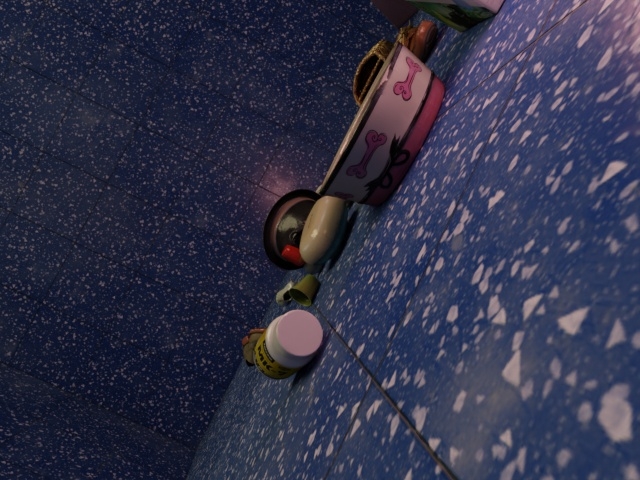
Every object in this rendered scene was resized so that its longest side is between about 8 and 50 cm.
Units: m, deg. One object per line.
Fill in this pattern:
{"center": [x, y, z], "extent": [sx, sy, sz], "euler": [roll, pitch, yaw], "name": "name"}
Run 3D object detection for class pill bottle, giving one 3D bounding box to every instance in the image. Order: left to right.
{"center": [-0.074, 0.233, 1.020], "extent": [0.119, 0.119, 0.208], "euler": [-66, 6, -32], "name": "pill bottle"}

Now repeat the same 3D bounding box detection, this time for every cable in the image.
{"center": [-0.016, -0.007, 1.638], "extent": [0.185, 0.150, 0.047], "euler": [-29, 38, -7], "name": "cable"}

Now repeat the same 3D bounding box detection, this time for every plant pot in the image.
{"center": [-0.043, 0.151, 1.441], "extent": [0.079, 0.083, 0.083], "euler": [-52, -2, -34], "name": "plant pot"}

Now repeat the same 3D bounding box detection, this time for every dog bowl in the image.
{"center": [0.153, -0.265, 1.139], "extent": [0.407, 0.151, 0.408], "euler": [-63, 5, 9], "name": "dog bowl"}

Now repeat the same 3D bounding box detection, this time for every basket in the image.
{"center": [0.260, -0.737, 2.121], "extent": [0.222, 0.214, 0.299], "euler": [-65, 5, -33], "name": "basket"}

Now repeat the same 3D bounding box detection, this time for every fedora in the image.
{"center": [-0.060, -0.030, 1.779], "extent": [0.153, 0.334, 0.333], "euler": [21, 83, 54], "name": "fedora"}

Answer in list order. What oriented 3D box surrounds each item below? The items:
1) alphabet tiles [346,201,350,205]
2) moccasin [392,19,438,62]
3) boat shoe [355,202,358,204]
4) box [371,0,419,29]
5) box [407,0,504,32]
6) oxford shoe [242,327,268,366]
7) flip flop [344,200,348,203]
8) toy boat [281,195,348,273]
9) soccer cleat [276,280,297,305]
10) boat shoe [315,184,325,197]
{"center": [0.156, -0.254, 1.767], "extent": [0.284, 0.021, 0.277], "euler": [126, 167, -62], "name": "alphabet tiles"}
{"center": [0.339, -0.742, 1.718], "extent": [0.139, 0.147, 0.380], "euler": [-62, 5, 15], "name": "moccasin"}
{"center": [0.134, -0.146, 1.399], "extent": [0.035, 0.035, 0.100], "euler": [-34, -16, -32], "name": "boat shoe"}
{"center": [0.376, -1.059, 1.519], "extent": [0.472, 0.297, 0.479], "euler": [-28, 30, 46], "name": "box"}
{"center": [0.273, -0.574, 1.047], "extent": [0.058, 0.233, 0.322], "euler": [-60, 5, 19], "name": "box"}
{"center": [-0.239, 0.437, 1.876], "extent": [0.348, 0.123, 0.130], "euler": [128, 142, -60], "name": "oxford shoe"}
{"center": [0.099, -0.243, 1.734], "extent": [0.112, 0.080, 0.276], "euler": [126, 168, -59], "name": "flip flop"}
{"center": [0.000, 0.000, 1.501], "extent": [0.318, 0.148, 0.267], "euler": [-47, 20, 46], "name": "toy boat"}
{"center": [-0.163, 0.259, 2.118], "extent": [0.196, 0.068, 0.076], "euler": [-53, 13, 46], "name": "soccer cleat"}
{"center": [-0.001, -0.106, 2.153], "extent": [0.340, 0.127, 0.158], "euler": [111, 175, -51], "name": "boat shoe"}
